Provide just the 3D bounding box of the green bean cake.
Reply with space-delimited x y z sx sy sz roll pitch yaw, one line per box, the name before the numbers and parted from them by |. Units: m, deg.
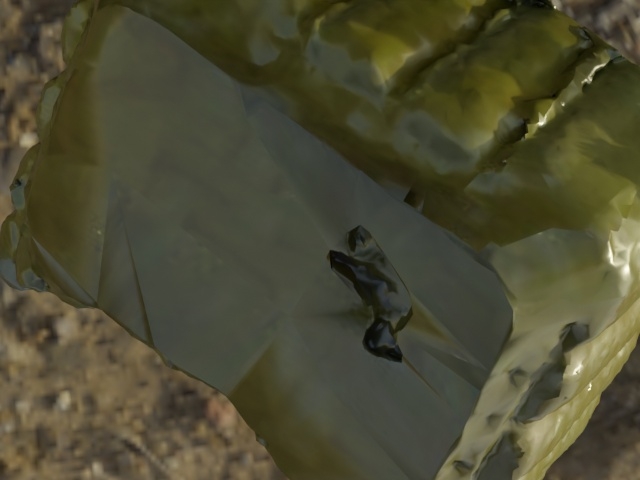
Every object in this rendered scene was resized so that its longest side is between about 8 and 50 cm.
green bean cake | 0.000 0.000 0.644 0.124 0.236 0.233 -39 161 -44
